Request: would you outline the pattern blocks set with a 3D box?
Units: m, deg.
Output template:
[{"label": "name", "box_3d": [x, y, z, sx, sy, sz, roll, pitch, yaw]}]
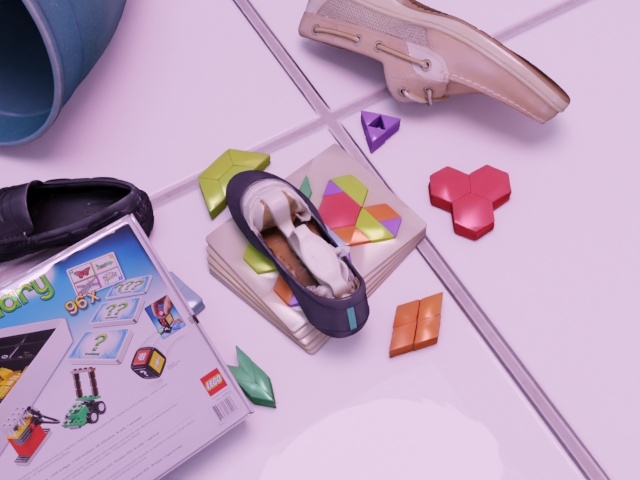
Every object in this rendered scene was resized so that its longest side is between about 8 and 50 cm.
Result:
[{"label": "pattern blocks set", "box_3d": [0.000, 0.000, 0.789, 0.285, 0.026, 0.325, 29, 65, 18]}]

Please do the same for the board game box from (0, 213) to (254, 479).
[{"label": "board game box", "box_3d": [-0.229, 0.137, 0.640, 0.305, 0.053, 0.193, -32, 93, -20]}]

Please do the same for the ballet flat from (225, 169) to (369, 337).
[{"label": "ballet flat", "box_3d": [-0.022, -0.005, 0.736, 0.074, 0.074, 0.203, -29, 62, -14]}]

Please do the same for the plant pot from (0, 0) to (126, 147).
[{"label": "plant pot", "box_3d": [-0.312, -0.278, 0.846, 0.271, 0.272, 0.255, 18, 49, 13]}]

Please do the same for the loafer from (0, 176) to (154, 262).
[{"label": "loafer", "box_3d": [-0.271, -0.027, 0.787, 0.223, 0.078, 0.076, -4, 59, 1]}]

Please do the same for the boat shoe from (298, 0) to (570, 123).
[{"label": "boat shoe", "box_3d": [0.109, -0.186, 0.861, 0.302, 0.109, 0.098, 33, 105, 19]}]
